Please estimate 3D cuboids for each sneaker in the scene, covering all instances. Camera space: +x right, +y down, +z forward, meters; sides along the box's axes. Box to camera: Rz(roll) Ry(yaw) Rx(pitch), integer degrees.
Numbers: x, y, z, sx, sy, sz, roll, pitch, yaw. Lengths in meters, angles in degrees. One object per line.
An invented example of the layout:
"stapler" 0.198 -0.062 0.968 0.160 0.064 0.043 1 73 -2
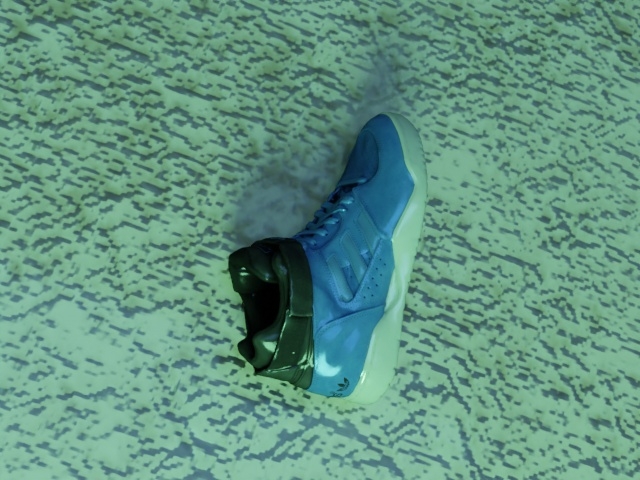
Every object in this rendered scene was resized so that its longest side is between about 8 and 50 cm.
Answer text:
"sneaker" 0.000 0.000 0.732 0.084 0.058 0.152 15 77 -22
